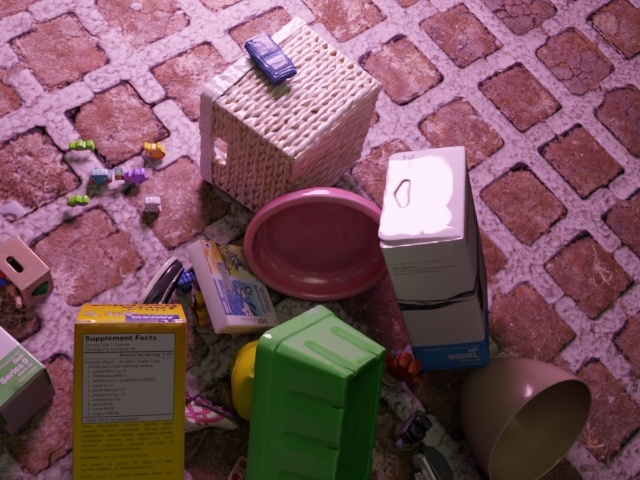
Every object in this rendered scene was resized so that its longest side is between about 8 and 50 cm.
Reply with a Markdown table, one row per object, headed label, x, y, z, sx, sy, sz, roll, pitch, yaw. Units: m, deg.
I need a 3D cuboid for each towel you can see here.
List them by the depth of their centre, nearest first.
| label | x | y | z | sx | sy | sz | roll | pitch | yaw |
| --- | --- | --- | --- | --- | --- | --- | --- | --- | --- |
| towel | -0.105 | -0.386 | 1.630 | 0.067 | 0.029 | 0.119 | -31 | 73 | -25 |

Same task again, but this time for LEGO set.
| label | x | y | z | sx | sy | sz | roll | pitch | yaw |
| --- | --- | --- | --- | --- | --- | --- | --- | --- | --- |
| LEGO set | -0.254 | 0.112 | 1.696 | 0.087 | 0.093 | 0.227 | -21 | 72 | -21 |

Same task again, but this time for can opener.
| label | x | y | z | sx | sy | sz | roll | pitch | yaw |
| --- | --- | --- | --- | --- | --- | --- | --- | --- | --- |
| can opener | 0.271 | 0.567 | 1.617 | 0.093 | 0.074 | 0.280 | -17 | 70 | -21 |

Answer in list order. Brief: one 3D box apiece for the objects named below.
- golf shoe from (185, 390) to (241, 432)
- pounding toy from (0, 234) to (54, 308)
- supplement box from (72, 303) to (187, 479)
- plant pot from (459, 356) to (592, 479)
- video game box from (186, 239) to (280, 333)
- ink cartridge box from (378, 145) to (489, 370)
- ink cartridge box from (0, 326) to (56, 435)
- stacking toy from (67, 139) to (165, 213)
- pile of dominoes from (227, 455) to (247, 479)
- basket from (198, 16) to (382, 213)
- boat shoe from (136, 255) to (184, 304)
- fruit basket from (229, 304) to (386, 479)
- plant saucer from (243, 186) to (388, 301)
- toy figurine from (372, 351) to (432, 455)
| label | x | y | z | sx | sy | sz | roll | pitch | yaw |
| --- | --- | --- | --- | --- | --- | --- | --- | --- | --- |
| golf shoe | -0.258 | 0.362 | 1.601 | 0.186 | 0.067 | 0.085 | 20 | 89 | -4 |
| pounding toy | -0.622 | 0.081 | 1.602 | 0.141 | 0.130 | 0.100 | 43 | 63 | 8 |
| supplement box | -0.355 | 0.305 | 1.445 | 0.194 | 0.195 | 0.356 | 1 | 94 | -14 |
| plant pot | 0.411 | 0.360 | 1.667 | 0.284 | 0.284 | 0.191 | -22 | 38 | -22 |
| video game box | -0.186 | 0.104 | 1.682 | 0.048 | 0.187 | 0.205 | -30 | 69 | 23 |
| ink cartridge box | 0.252 | 0.043 | 1.634 | 0.166 | 0.394 | 0.285 | -6 | 43 | 16 |
| ink cartridge box | -0.661 | 0.217 | 1.482 | 0.289 | 0.211 | 0.121 | 40 | 63 | 7 |
| stacking toy | -0.472 | -0.148 | 1.796 | 0.221 | 0.052 | 0.166 | 0 | 63 | -11 |
| pile of dominoes | -0.073 | 0.537 | 1.569 | 0.251 | 0.040 | 0.195 | 7 | 64 | -11 |
| basket | -0.077 | -0.254 | 1.766 | 0.266 | 0.328 | 0.331 | 39 | 62 | 13 |
| boat shoe | -0.352 | 0.197 | 1.615 | 0.113 | 0.127 | 0.340 | 27 | 64 | -1 |
| fruit basket | -0.074 | 0.309 | 1.508 | 0.392 | 0.392 | 0.283 | 50 | 30 | 12 |
| plant saucer | 0.000 | 0.000 | 1.692 | 0.332 | 0.332 | 0.084 | 10 | 44 | -9 |
| toy figurine | 0.117 | 0.349 | 1.652 | 0.213 | 0.148 | 0.209 | -6 | 73 | -19 |
